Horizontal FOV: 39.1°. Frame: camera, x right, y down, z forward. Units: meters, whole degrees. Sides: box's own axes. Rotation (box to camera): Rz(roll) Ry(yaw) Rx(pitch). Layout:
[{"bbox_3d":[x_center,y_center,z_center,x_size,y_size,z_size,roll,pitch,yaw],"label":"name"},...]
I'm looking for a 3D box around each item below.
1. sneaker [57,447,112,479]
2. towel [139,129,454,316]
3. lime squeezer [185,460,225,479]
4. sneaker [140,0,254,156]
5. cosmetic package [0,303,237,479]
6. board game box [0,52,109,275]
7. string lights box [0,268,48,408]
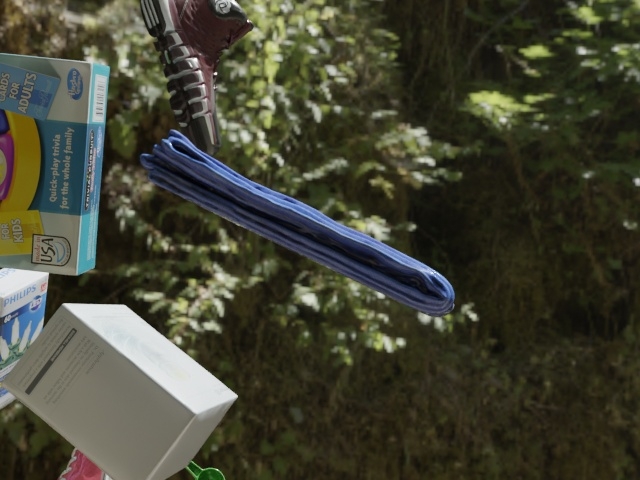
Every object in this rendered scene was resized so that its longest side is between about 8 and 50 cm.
[{"bbox_3d":[-0.393,0.409,1.475,0.136,0.313,0.116,0,-34,-20],"label":"sneaker"},{"bbox_3d":[0.000,0.000,0.766,0.243,0.040,0.336,26,-2,7],"label":"towel"},{"bbox_3d":[-0.175,0.451,1.664,0.310,0.109,0.059,26,42,24],"label":"lime squeezer"},{"bbox_3d":[-0.165,-0.285,1.431,0.163,0.281,0.106,-23,16,-27],"label":"sneaker"},{"bbox_3d":[-0.256,0.202,1.207,0.225,0.138,0.224,38,1,9],"label":"cosmetic package"},{"bbox_3d":[-0.439,-0.103,1.091,0.336,0.253,0.079,6,6,2],"label":"board game box"},{"bbox_3d":[-0.598,0.183,1.709,0.077,0.259,0.133,21,26,16],"label":"string lights box"}]
